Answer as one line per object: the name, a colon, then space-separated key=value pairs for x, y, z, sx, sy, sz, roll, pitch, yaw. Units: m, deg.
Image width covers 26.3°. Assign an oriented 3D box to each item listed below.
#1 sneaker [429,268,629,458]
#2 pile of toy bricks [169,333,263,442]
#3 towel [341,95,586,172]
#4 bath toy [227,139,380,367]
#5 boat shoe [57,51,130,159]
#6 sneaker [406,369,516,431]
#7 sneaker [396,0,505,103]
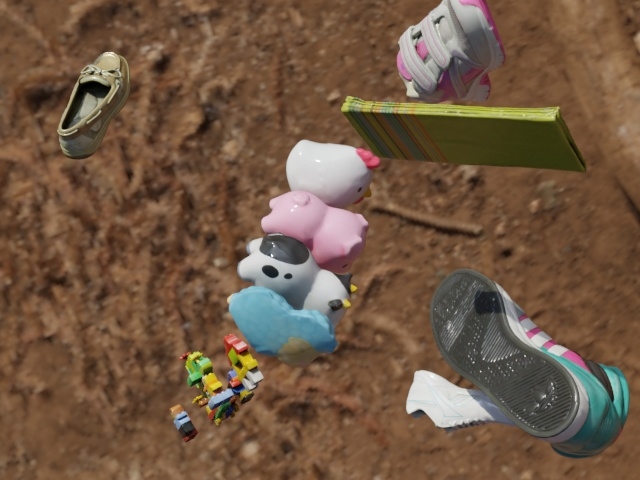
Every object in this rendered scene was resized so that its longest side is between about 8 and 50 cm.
sneaker: x=0.259 y=0.152 z=1.608 sx=0.124 sy=0.178 sz=0.295 roll=-50 pitch=40 yaw=11
pile of toy bricks: x=-0.167 y=0.204 z=1.977 sx=0.105 sy=0.118 sz=0.212 roll=59 pitch=154 yaw=14
towel: x=0.142 y=-0.106 z=1.365 sx=0.237 sy=0.021 sz=0.102 roll=6 pitch=156 yaw=32
bath toy: x=0.000 y=0.000 z=1.774 sx=0.129 sy=0.348 sz=0.151 roll=-14 pitch=128 yaw=29
boat shoe: x=-0.257 y=-0.161 z=1.541 sx=0.056 sy=0.153 sz=0.048 roll=10 pitch=145 yaw=16
sneaker: x=0.173 y=0.207 z=1.654 sx=0.152 sy=0.061 sz=0.053 roll=14 pitch=159 yaw=32
sneaker: x=0.151 y=-0.226 z=1.646 sx=0.252 sy=0.111 sz=0.103 roll=89 pitch=165 yaw=-69
